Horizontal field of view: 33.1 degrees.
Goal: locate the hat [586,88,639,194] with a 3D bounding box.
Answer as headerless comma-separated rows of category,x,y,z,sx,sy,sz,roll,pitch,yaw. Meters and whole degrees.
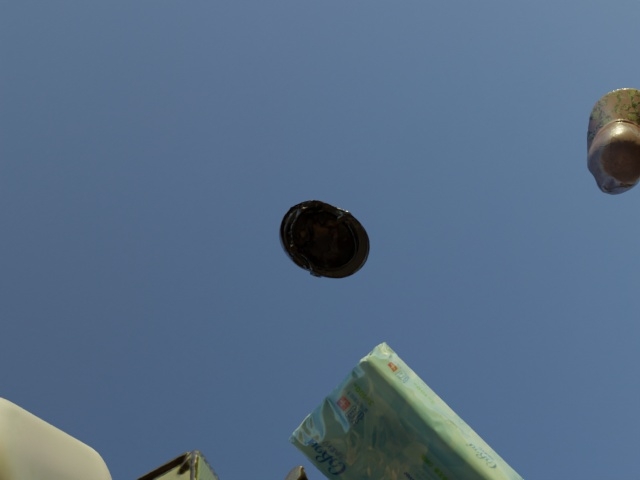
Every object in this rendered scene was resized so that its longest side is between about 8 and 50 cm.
hat,0.235,-0.079,0.832,0.058,0.042,0.087,23,-93,5

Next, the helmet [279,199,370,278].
helmet,0.000,0.000,1.441,0.123,0.070,0.098,29,-98,-10

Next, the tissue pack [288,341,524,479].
tissue pack,0.109,0.286,1.394,0.263,0.177,0.089,45,-160,14

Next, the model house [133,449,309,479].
model house,-0.138,0.356,1.402,0.278,0.205,0.218,-51,-48,-30

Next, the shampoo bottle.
shampoo bottle,-0.218,0.163,0.747,0.221,0.051,0.108,52,-158,-53
